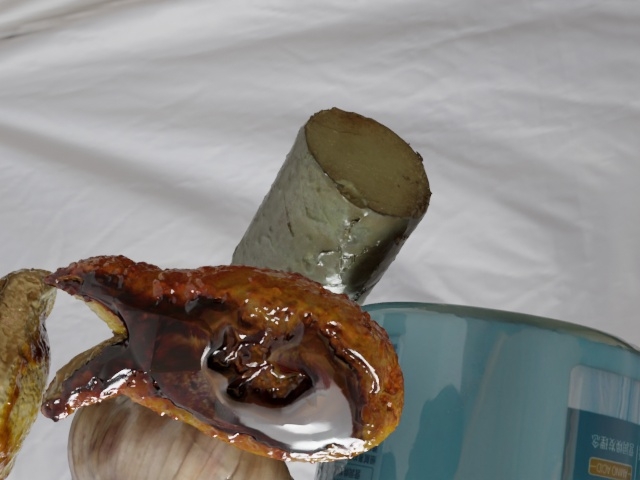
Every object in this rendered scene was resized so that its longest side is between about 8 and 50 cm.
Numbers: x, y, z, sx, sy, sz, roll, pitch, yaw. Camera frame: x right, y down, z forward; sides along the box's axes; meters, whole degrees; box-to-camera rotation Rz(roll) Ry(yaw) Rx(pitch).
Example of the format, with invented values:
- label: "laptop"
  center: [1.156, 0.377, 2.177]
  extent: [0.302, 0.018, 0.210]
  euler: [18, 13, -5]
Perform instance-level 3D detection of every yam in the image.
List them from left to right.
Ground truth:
- label: "yam"
  center: [0.000, 0.000, 1.227]
  extent: [0.304, 0.168, 0.168]
  euler: [-57, 41, 47]

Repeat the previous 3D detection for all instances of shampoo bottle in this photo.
- label: "shampoo bottle"
  center: [0.155, 0.259, 1.111]
  extent: [0.331, 0.331, 0.342]
  euler: [105, 175, -77]

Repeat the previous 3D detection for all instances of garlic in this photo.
- label: "garlic"
  center: [-0.138, 0.271, 0.985]
  extent: [0.245, 0.245, 0.253]
  euler: [88, -156, -63]

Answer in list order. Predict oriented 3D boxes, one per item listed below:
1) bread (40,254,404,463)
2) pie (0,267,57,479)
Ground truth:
- label: "bread"
  center: [-0.069, 0.083, 0.799]
  extent: [0.095, 0.269, 0.139]
  euler: [-50, -29, -80]
- label: "pie"
  center: [-0.287, 0.124, 0.979]
  extent: [0.179, 0.084, 0.205]
  euler: [124, 158, -43]
